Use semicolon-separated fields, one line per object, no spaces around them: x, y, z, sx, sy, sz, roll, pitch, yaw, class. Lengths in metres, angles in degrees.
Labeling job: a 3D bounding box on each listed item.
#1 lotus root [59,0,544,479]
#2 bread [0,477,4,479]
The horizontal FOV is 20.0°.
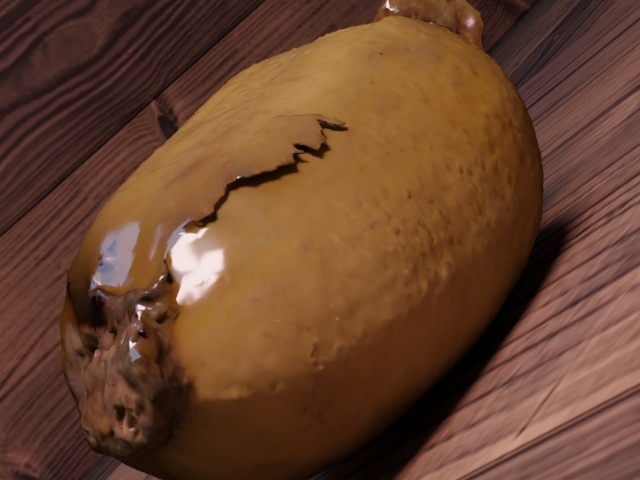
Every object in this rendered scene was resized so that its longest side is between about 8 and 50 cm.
0.003;0.001;0.671;0.146;0.131;0.303;-16;18;29;lotus root
-0.194;0.130;0.361;0.239;0.264;0.395;-48;3;13;bread
